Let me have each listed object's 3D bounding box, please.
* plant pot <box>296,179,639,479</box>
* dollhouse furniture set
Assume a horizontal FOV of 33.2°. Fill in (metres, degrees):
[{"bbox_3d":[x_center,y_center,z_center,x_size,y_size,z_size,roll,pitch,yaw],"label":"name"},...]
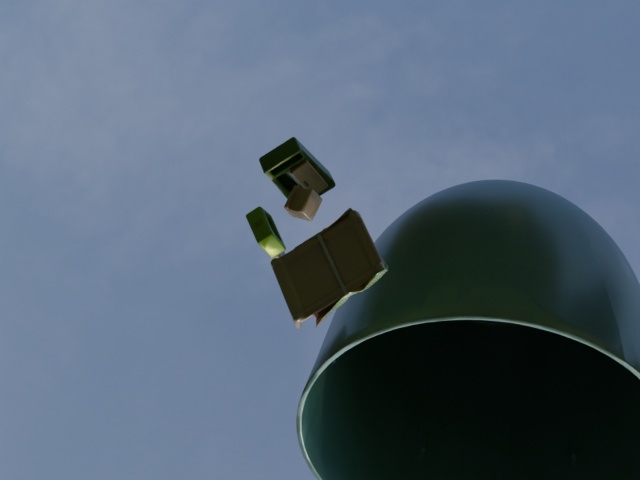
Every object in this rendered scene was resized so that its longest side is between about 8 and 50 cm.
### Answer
[{"bbox_3d":[0.146,0.089,0.912,0.293,0.293,0.235,-7,-142,20],"label":"plant pot"},{"bbox_3d":[0.000,0.000,0.767,0.076,0.058,0.151,-33,-128,10],"label":"dollhouse furniture set"}]
